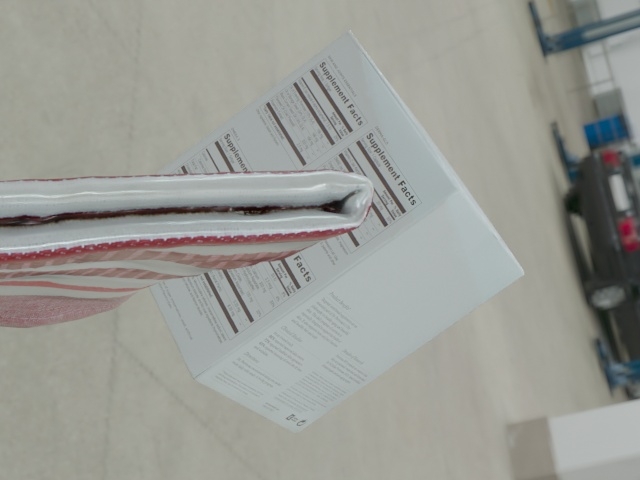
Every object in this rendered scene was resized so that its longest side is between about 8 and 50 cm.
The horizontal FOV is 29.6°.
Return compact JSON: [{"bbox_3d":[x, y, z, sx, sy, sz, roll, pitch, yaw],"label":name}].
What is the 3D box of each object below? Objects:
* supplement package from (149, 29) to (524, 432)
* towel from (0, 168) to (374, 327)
[{"bbox_3d":[0.000,0.000,1.073,0.198,0.262,0.199,59,9,31],"label":"supplement package"},{"bbox_3d":[-0.150,0.017,0.465,0.329,0.237,0.037,165,-81,-66],"label":"towel"}]
